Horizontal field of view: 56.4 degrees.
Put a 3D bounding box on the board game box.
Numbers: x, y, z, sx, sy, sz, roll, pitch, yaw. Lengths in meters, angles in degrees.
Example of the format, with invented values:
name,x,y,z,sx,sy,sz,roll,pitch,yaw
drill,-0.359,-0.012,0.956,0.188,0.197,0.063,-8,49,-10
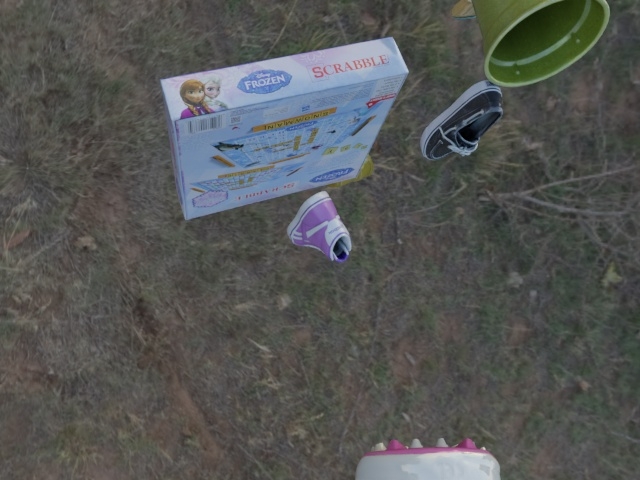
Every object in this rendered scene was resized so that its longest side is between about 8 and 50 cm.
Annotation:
name,x,y,z,sx,sy,sz,roll,pitch,yaw
board game box,-0.064,-0.155,0.897,0.318,0.318,0.066,-15,73,-16

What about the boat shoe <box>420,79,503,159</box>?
name,x,y,z,sx,sy,sz,roll,pitch,yaw
boat shoe,0.357,-0.270,1.509,0.113,0.306,0.105,5,65,-27

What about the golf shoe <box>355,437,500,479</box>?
name,x,y,z,sx,sy,sz,roll,pitch,yaw
golf shoe,0.083,0.265,0.431,0.115,0.140,0.306,-9,135,9

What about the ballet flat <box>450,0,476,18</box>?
name,x,y,z,sx,sy,sz,roll,pitch,yaw
ballet flat,0.446,-0.625,1.516,0.232,0.080,0.073,-8,138,10

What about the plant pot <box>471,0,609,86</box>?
name,x,y,z,sx,sy,sz,roll,pitch,yaw
plant pot,0.457,-0.536,1.350,0.276,0.276,0.254,-5,64,-26

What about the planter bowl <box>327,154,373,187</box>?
name,x,y,z,sx,sy,sz,roll,pitch,yaw
planter bowl,0.026,-0.205,1.590,0.217,0.217,0.090,41,70,-24

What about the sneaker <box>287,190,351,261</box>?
name,x,y,z,sx,sy,sz,roll,pitch,yaw
sneaker,-0.001,0.000,1.516,0.102,0.282,0.161,-30,81,-15
